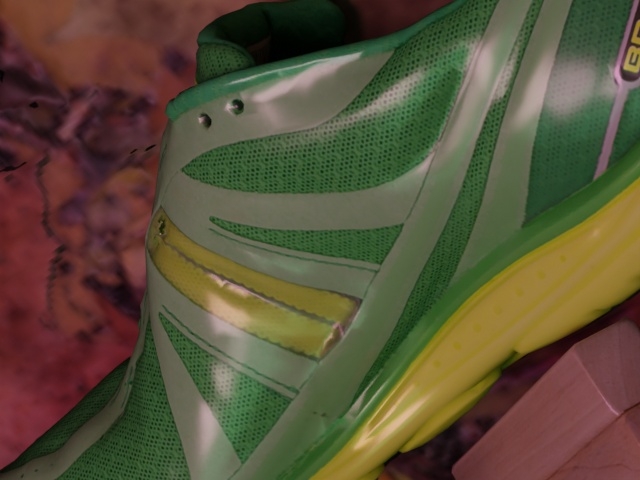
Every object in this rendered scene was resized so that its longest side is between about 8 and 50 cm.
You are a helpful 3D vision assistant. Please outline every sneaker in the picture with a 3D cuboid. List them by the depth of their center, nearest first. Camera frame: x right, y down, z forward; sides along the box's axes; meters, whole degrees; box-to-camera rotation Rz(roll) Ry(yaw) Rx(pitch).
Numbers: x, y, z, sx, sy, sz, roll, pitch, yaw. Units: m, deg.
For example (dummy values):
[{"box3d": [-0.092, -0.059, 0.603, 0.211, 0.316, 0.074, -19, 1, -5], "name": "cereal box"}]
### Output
[{"box3d": [0.000, 0.000, 0.487, 0.295, 0.109, 0.123, -41, 88, 23], "name": "sneaker"}]

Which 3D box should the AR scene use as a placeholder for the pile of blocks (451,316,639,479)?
[{"box3d": [0.107, 0.157, 0.556, 0.112, 0.149, 0.362, -23, 137, -29], "name": "pile of blocks"}]
